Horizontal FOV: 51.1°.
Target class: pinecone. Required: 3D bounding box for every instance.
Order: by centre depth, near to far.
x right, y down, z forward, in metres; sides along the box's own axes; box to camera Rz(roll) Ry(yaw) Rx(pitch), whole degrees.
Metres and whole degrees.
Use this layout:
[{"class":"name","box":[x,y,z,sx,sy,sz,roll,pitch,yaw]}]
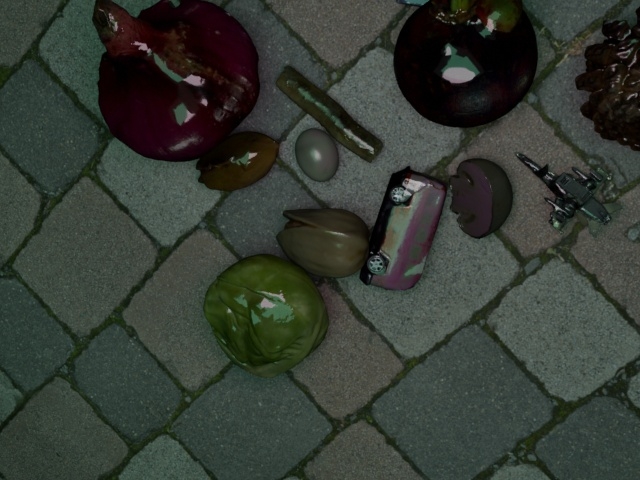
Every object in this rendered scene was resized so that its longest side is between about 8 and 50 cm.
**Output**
[{"class":"pinecone","box":[0.687,-0.342,1.388,0.298,0.242,0.295,12,93,12]}]

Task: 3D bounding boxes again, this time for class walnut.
[{"class":"walnut","box":[-0.211,-0.196,1.675,0.245,0.137,0.137,-23,94,16]}]

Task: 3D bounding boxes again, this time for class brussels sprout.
[{"class":"brussels sprout","box":[-0.140,0.177,1.645,0.328,0.247,0.327,23,129,31]}]

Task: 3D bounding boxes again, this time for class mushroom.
[{"class":"mushroom","box":[0.386,-0.101,1.564,0.117,0.141,0.188,-9,110,-19]}]

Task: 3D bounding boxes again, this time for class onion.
[{"class":"onion","box":[-0.354,-0.388,1.504,0.399,0.420,0.398,-3,78,15]}]

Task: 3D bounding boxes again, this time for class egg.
[{"class":"egg","box":[-0.008,-0.209,1.638,0.103,0.103,0.135,-21,96,15]}]

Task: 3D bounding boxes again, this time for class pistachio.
[{"class":"pistachio","box":[0.000,0.000,1.599,0.288,0.197,0.166,8,75,46]}]

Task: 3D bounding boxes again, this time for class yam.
[{"class":"yam","box":[0.019,-0.308,1.634,0.317,0.067,0.071,40,133,3]}]

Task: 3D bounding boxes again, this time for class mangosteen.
[{"class":"mangosteen","box":[0.306,-0.404,1.408,0.306,0.359,0.305,-2,69,6]}]

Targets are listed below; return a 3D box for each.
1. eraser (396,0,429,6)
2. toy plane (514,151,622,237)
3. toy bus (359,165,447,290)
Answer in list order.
[{"class":"eraser","box":[0.287,-0.572,1.543,0.225,0.036,0.081,14,104,10]},{"class":"toy plane","box":[0.555,-0.125,1.534,0.262,0.088,0.192,42,78,6]},{"class":"toy bus","box":[0.200,-0.021,1.611,0.147,0.127,0.302,17,103,6]}]
